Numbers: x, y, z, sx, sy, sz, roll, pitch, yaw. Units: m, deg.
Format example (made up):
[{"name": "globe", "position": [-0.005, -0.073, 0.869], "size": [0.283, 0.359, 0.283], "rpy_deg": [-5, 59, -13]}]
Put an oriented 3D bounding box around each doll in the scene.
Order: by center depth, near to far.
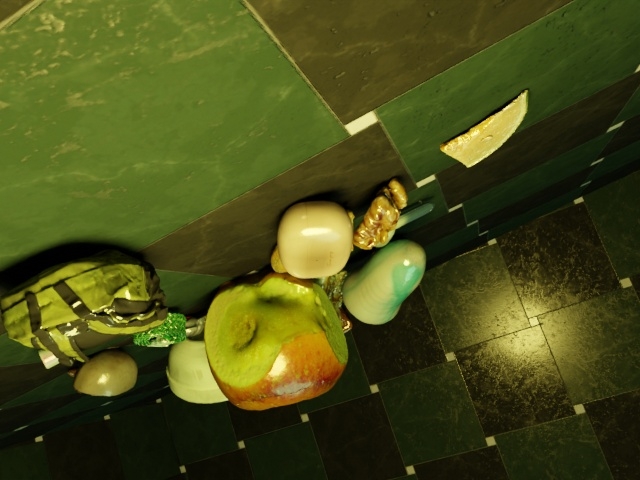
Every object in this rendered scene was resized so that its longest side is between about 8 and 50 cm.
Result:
[{"name": "doll", "position": [-0.403, 0.250, 1.531], "size": [0.195, 0.062, 0.104], "rpy_deg": [-17, 166, -2]}]

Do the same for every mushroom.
[{"name": "mushroom", "position": [-0.588, 0.361, 1.536], "size": [0.117, 0.141, 0.188], "rpy_deg": [-61, 163, 6]}]

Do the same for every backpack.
[{"name": "backpack", "position": [-0.353, 0.102, 0.836], "size": [0.207, 0.140, 0.253], "rpy_deg": [-26, 172, -3]}]

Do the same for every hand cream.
[{"name": "hand cream", "position": [-0.541, 0.227, 1.244], "size": [0.174, 0.047, 0.076], "rpy_deg": [-27, 170, -27]}]

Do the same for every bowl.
[{"name": "bowl", "position": [-0.307, 0.322, 1.612], "size": [0.307, 0.163, 0.307], "rpy_deg": [-8, -158, 3]}]

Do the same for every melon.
[{"name": "melon", "position": [0.321, -0.211, 1.027], "size": [0.182, 0.054, 0.098], "rpy_deg": [-33, 149, 34]}]

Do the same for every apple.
[{"name": "apple", "position": [-0.113, 0.234, 1.374], "size": [0.374, 0.374, 0.384], "rpy_deg": [-20, 172, -18]}]

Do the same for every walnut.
[{"name": "walnut", "position": [0.129, -0.048, 1.155], "size": [0.143, 0.069, 0.170], "rpy_deg": [-51, 170, -32]}]

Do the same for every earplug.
[{"name": "earplug", "position": [0.193, 0.090, 1.495], "size": [0.185, 0.185, 0.324], "rpy_deg": [-18, 160, -24]}]

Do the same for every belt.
[{"name": "belt", "position": [-0.400, 0.215, 1.377], "size": [0.121, 0.079, 0.151], "rpy_deg": [-17, 158, 15]}]

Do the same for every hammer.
[{"name": "hammer", "position": [0.205, -0.052, 1.398], "size": [0.194, 0.069, 0.116], "rpy_deg": [-27, 167, -10]}]

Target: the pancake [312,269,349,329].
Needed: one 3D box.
[{"name": "pancake", "position": [0.034, 0.166, 1.631], "size": [0.197, 0.054, 0.376], "rpy_deg": [-52, 152, -25]}]

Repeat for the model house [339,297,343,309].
[{"name": "model house", "position": [-0.128, 0.258, 1.827], "size": [0.283, 0.297, 0.317], "rpy_deg": [10, 177, -28]}]

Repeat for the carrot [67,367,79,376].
[{"name": "carrot", "position": [-0.679, 0.413, 1.720], "size": [0.069, 0.069, 0.336], "rpy_deg": [-24, 161, 2]}]

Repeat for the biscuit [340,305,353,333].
[{"name": "biscuit", "position": [-0.071, 0.356, 2.214], "size": [0.395, 0.166, 0.342], "rpy_deg": [-29, -177, -2]}]

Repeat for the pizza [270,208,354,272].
[{"name": "pizza", "position": [0.000, 0.000, 1.233], "size": [0.197, 0.058, 0.292], "rpy_deg": [-2, 156, -39]}]

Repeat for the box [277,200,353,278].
[{"name": "box", "position": [-0.011, 0.001, 1.063], "size": [0.146, 0.088, 0.200], "rpy_deg": [-4, 145, -6]}]

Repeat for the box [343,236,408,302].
[{"name": "box", "position": [0.194, 0.108, 1.771], "size": [0.168, 0.071, 0.259], "rpy_deg": [-4, 129, -56]}]
